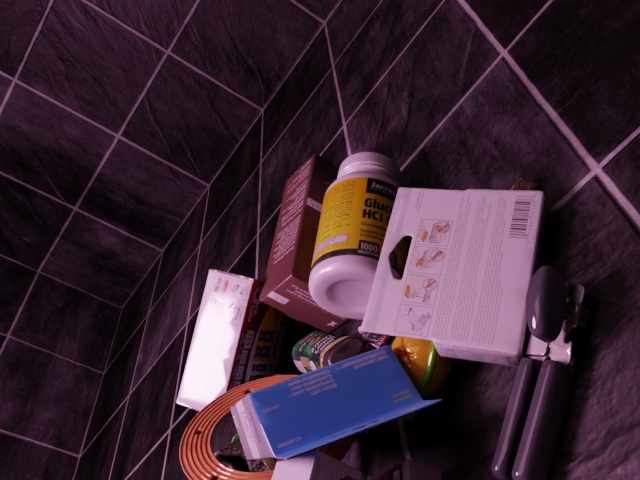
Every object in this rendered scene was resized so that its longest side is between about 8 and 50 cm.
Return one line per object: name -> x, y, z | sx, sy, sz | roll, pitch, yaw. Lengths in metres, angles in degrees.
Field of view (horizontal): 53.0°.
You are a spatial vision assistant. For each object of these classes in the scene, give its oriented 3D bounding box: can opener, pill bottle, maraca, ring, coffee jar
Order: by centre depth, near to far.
can opener -> 0.274, 0.172, 0.839 | 0.076, 0.095, 0.283 | -13, 52, 62
maraca -> 0.159, 0.207, 1.048 | 0.127, 0.099, 0.185 | -83, 7, -66
ring -> -0.096, 0.366, 1.210 | 0.336, 0.337, 0.032 | -122, 20, -65
coffee jar -> 0.020, 0.236, 1.304 | 0.096, 0.079, 0.184 | -32, 12, -25
pill bottle -> 0.089, -0.021, 1.337 | 0.188, 0.188, 0.333 | -38, 32, 43

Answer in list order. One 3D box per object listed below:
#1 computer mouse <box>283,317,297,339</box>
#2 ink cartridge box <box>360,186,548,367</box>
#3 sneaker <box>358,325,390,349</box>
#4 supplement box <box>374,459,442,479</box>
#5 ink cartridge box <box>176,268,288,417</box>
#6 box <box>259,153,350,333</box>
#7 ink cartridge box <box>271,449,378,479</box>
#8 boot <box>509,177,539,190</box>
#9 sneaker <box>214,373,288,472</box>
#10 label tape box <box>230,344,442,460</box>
computer mouse -> -0.156, 0.269, 1.685 | 0.262, 0.060, 0.184 | -36, 32, 47
ink cartridge box -> 0.212, 0.046, 1.003 | 0.239, 0.060, 0.275 | 4, 62, 27
sneaker -> 0.121, 0.182, 1.237 | 0.119, 0.047, 0.057 | -31, 59, 51
supplement box -> 0.081, 0.442, 0.962 | 0.239, 0.073, 0.130 | -43, 28, 34
ink cartridge box -> -0.175, 0.244, 1.520 | 0.130, 0.272, 0.309 | 11, 85, 26
box -> 0.000, 0.000, 1.499 | 0.143, 0.191, 0.381 | -38, 32, 44
ink cartridge box -> 0.018, 0.360, 0.904 | 0.109, 0.150, 0.063 | -35, 29, 47
boot -> 0.313, -0.050, 1.091 | 0.106, 0.037, 0.114 | -2, 64, 49
sneaker -> -0.115, 0.413, 1.270 | 0.158, 0.182, 0.410 | -49, 25, 27
label tape box -> 0.006, 0.254, 1.003 | 0.333, 0.241, 0.105 | 127, 125, -66
